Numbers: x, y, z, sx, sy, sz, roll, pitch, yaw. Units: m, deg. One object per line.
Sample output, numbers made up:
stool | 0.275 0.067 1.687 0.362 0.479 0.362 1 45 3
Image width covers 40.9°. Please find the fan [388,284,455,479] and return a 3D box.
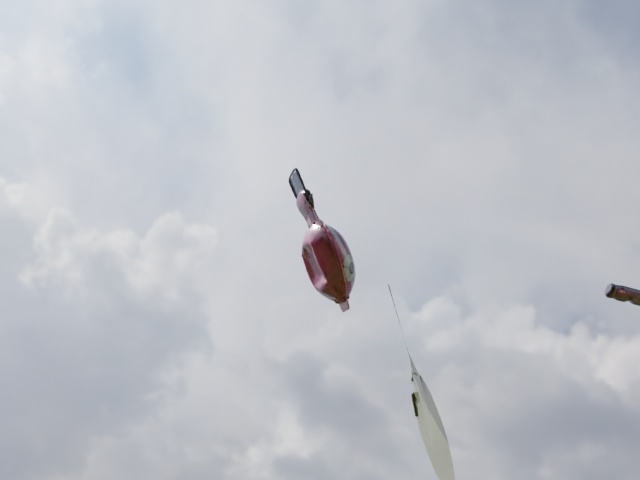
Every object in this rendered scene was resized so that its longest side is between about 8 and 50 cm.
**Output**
fan | 0.146 0.212 1.266 0.010 0.310 0.182 -15 -7 -8

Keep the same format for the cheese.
cheese | 0.000 0.000 1.392 0.062 0.244 0.155 -19 -9 -15

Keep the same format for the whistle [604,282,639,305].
whistle | 0.651 0.118 1.735 0.176 0.033 0.033 14 -42 -20
